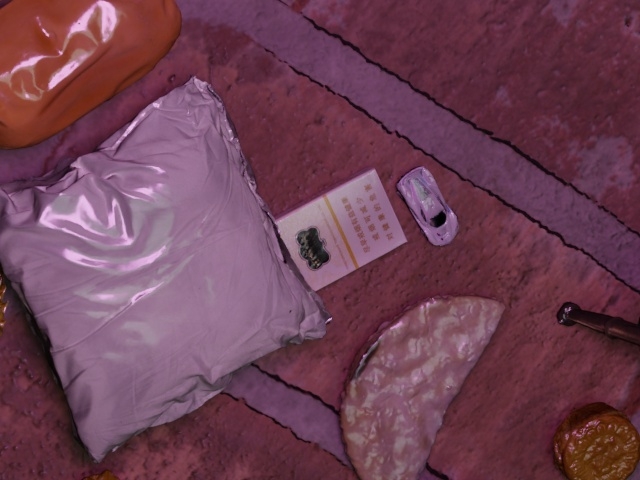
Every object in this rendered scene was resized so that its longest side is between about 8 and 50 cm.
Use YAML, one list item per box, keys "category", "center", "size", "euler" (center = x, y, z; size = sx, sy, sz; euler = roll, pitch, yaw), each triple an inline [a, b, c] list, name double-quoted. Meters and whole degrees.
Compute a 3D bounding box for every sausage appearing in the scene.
- category: "sausage"
  center: [-0.245, -0.182, 1.704]
  size: [0.241, 0.120, 0.136]
  euler: [-33, 98, -8]

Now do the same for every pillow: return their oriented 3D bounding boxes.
- category: "pillow"
  center: [-0.160, 0.022, 1.767]
  size: [0.283, 0.138, 0.310]
  euler: [-26, 108, -13]

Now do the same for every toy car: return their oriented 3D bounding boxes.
- category: "toy car"
  center: [0.115, -0.034, 1.908]
  size: [0.041, 0.025, 0.093]
  euler: [-36, 110, -7]

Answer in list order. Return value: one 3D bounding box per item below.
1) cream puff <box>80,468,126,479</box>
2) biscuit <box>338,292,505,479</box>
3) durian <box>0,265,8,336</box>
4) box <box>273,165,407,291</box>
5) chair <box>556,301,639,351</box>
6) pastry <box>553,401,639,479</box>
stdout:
- category: "cream puff"
  center: [-0.229, 0.277, 1.843]
  size: [0.083, 0.058, 0.083]
  euler: [-7, 106, -19]
- category: "biscuit"
  center: [0.091, 0.152, 1.937]
  size: [0.133, 0.032, 0.250]
  euler: [27, 93, -22]
- category: "durian"
  center: [-0.375, 0.094, 1.722]
  size: [0.108, 0.119, 0.186]
  euler: [25, 94, -26]
- category: "box"
  center: [0.000, 0.000, 1.877]
  size: [0.167, 0.024, 0.090]
  euler: [-28, 108, -11]
- category: "chair"
  center: [0.560, 0.099, 1.880]
  size: [0.362, 0.410, 0.364]
  euler: [42, 86, -22]
- category: "pastry"
  center: [0.307, 0.229, 2.013]
  size: [0.109, 0.057, 0.097]
  euler: [22, 96, -20]
